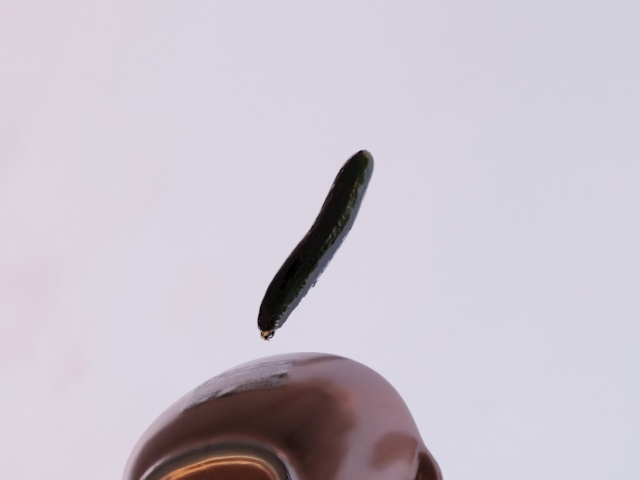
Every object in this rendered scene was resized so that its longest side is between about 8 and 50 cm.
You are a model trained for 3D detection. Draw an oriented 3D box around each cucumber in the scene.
[{"bbox_3d":[0.000,0.000,1.095,0.036,0.033,0.184,12,-124,32],"label":"cucumber"}]

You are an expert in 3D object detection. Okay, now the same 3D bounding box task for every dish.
[{"bbox_3d":[-0.032,0.166,0.739,0.213,0.090,0.213,1,-88,26],"label":"dish"}]
